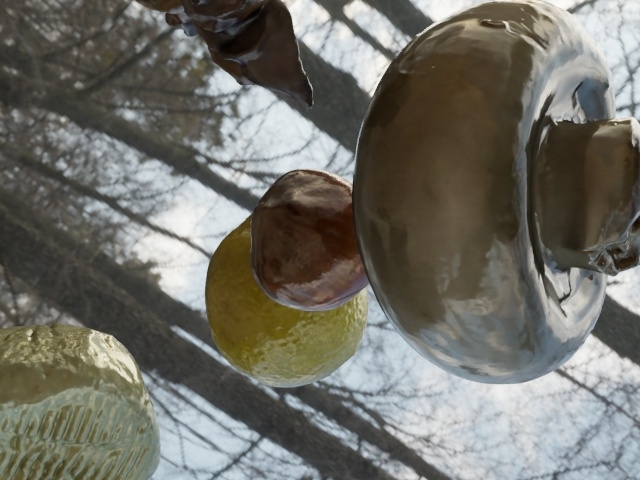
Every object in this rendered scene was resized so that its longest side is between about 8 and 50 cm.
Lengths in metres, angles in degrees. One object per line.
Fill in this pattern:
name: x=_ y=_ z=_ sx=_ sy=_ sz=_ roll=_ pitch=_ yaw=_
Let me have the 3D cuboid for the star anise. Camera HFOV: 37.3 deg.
star anise: x=-0.125 y=-0.261 z=0.957 sx=0.109 sy=0.292 sz=0.349 roll=-34 pitch=-106 yaw=-16

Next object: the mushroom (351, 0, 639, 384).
mushroom: x=0.198 y=-0.043 z=0.881 sx=0.295 sy=0.362 sz=0.362 roll=4 pitch=-123 yaw=31

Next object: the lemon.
lemon: x=-0.062 y=0.108 z=1.766 sx=0.336 sy=0.336 sz=0.336 roll=-30 pitch=-143 yaw=25

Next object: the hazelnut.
hazelnut: x=0.000 y=0.000 z=1.151 sx=0.182 sy=0.182 sz=0.182 roll=-30 pitch=-143 yaw=25

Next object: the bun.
bun: x=-0.250 y=0.156 z=0.812 sx=0.220 sy=0.220 sz=0.134 roll=-38 pitch=-139 yaw=15
